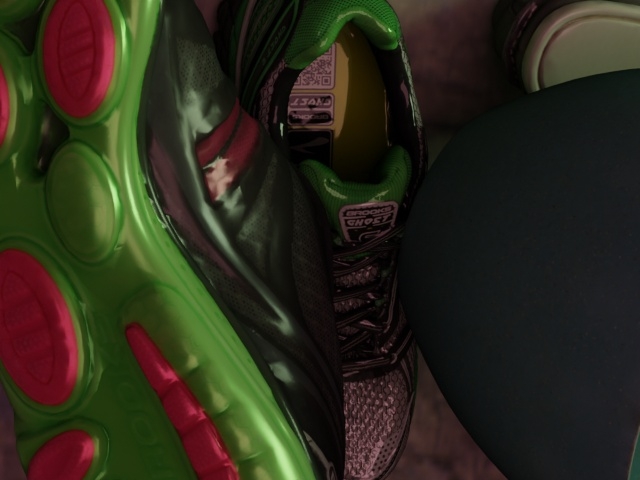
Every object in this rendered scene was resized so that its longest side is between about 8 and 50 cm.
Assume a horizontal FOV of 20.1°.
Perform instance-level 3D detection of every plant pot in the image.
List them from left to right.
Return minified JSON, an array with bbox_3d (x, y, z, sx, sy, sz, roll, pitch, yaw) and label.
[{"bbox_3d":[0.160,0.021,1.041,0.290,0.195,0.290,-40,142,-40],"label":"plant pot"}]

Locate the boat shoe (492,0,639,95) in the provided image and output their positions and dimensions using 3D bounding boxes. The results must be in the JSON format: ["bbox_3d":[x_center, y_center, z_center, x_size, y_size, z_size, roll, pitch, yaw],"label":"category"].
[{"bbox_3d":[0.268,-0.113,1.172,0.335,0.095,0.112,9,116,-20],"label":"boat shoe"}]

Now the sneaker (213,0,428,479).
[{"bbox_3d":[0.000,0.000,1.101,0.134,0.146,0.343,-10,107,-11],"label":"sneaker"}]

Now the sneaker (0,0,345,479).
[{"bbox_3d":[-0.106,-0.029,0.971,0.185,0.202,0.482,-13,92,17],"label":"sneaker"}]
